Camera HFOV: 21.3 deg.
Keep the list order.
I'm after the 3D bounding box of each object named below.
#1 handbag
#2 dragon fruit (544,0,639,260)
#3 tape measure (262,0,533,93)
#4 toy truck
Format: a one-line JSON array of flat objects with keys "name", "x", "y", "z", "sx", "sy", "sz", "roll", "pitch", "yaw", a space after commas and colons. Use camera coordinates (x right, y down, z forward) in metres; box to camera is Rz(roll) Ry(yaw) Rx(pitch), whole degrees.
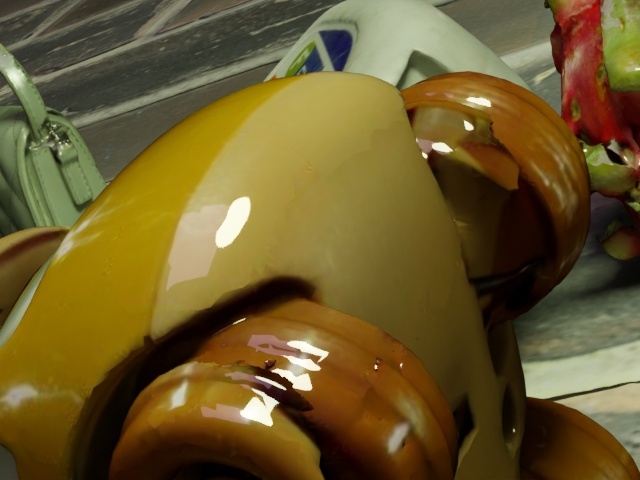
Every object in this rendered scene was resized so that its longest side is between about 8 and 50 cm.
[{"name": "handbag", "x": -0.233, "y": -0.054, "z": 1.252, "sx": 0.079, "sy": 0.219, "sz": 0.256, "roll": -33, "pitch": 19, "yaw": -24}, {"name": "dragon fruit", "x": 0.183, "y": -0.081, "z": 0.891, "sx": 0.166, "sy": 0.160, "sz": 0.172, "roll": 20, "pitch": 35, "yaw": -2}, {"name": "tape measure", "x": 0.000, "y": 0.000, "z": 0.888, "sx": 0.265, "sy": 0.130, "sz": 0.258, "roll": -49, "pitch": 14, "yaw": 11}, {"name": "toy truck", "x": -0.019, "y": 0.089, "z": 0.560, "sx": 0.211, "sy": 0.288, "sz": 0.204, "roll": 0, "pitch": 31, "yaw": 29}]
